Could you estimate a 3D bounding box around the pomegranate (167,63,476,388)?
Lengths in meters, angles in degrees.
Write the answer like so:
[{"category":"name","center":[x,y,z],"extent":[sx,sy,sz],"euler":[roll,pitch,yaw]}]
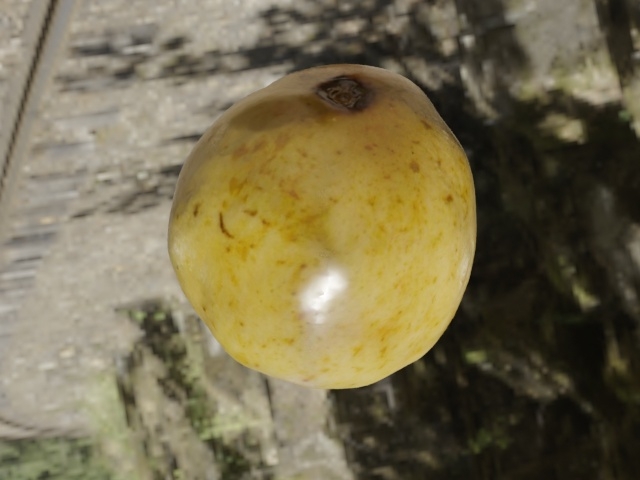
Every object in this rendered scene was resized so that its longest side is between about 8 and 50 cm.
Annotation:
[{"category":"pomegranate","center":[0.000,0.000,0.832],"extent":[0.196,0.196,0.196],"euler":[-9,174,-1]}]
